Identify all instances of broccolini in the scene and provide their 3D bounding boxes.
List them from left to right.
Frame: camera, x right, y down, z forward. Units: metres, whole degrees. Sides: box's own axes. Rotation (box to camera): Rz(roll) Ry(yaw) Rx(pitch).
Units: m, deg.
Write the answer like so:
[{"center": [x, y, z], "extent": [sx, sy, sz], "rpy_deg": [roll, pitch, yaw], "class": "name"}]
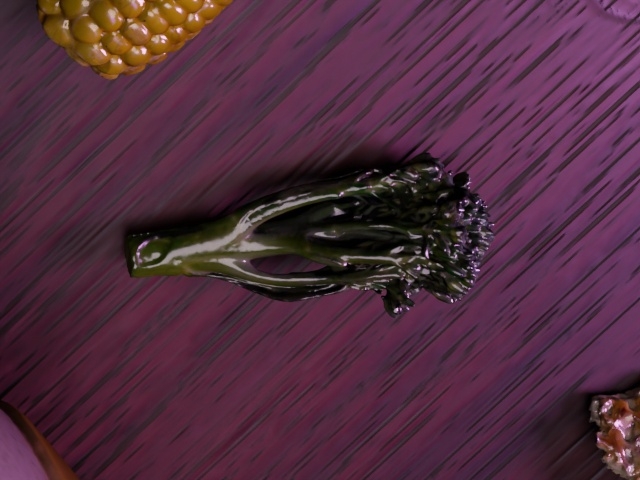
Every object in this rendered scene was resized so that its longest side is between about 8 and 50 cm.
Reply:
[{"center": [-0.005, -0.004, 0.969], "extent": [0.203, 0.068, 0.091], "rpy_deg": [1, 101, -2], "class": "broccolini"}]

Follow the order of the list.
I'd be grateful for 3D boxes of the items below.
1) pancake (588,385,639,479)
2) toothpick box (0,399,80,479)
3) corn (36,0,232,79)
[{"center": [0.280, 0.157, 1.071], "extent": [0.245, 0.057, 0.266], "rpy_deg": [14, 79, -5], "class": "pancake"}, {"center": [-0.248, 0.266, 0.797], "extent": [0.409, 0.409, 0.425], "rpy_deg": [-31, 123, -3], "class": "toothpick box"}, {"center": [-0.020, -0.204, 0.833], "extent": [0.106, 0.106, 0.305], "rpy_deg": [39, 98, -28], "class": "corn"}]
